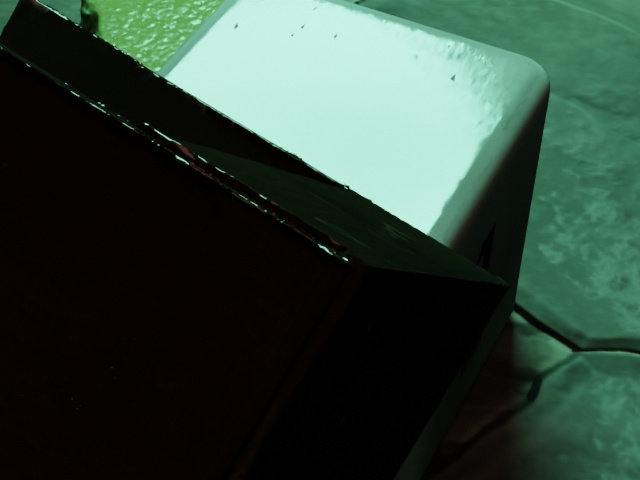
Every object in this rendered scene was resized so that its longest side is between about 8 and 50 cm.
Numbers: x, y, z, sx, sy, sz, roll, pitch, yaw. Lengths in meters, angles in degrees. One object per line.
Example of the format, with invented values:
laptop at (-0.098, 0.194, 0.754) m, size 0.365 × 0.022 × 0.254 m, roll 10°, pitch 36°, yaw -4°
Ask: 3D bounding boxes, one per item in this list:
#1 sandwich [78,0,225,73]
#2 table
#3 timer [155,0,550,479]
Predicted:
sandwich at (-0.073, -0.092, 0.965) m, size 0.212 × 0.063 × 0.245 m, roll -13°, pitch 46°, yaw -9°
table at (-0.112, 0.024, 0.544) m, size 0.282 × 0.196 × 0.250 m, roll 32°, pitch 8°, yaw 16°
timer at (0.000, 0.000, 0.777) m, size 0.192 × 0.195 × 0.194 m, roll 20°, pitch 49°, yaw 18°
